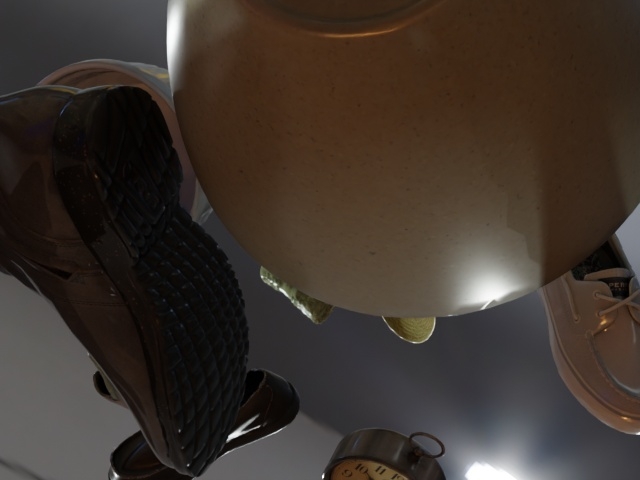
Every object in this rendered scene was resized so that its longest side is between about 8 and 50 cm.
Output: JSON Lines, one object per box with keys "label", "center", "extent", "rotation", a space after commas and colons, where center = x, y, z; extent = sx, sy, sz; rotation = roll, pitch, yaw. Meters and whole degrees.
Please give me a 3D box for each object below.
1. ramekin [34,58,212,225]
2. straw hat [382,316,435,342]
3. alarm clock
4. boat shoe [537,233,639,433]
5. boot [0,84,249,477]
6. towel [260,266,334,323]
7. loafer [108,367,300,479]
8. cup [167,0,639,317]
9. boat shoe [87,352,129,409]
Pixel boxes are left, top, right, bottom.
{"label": "ramekin", "center": [-0.190, -0.077, 1.543], "extent": [0.207, 0.207, 0.109], "rotation": [37, -159, 9]}
{"label": "straw hat", "center": [0.122, 0.055, 2.040], "extent": [0.061, 0.144, 0.144], "rotation": [-24, -127, -31]}
{"label": "alarm clock", "center": [0.079, 0.249, 1.690], "extent": [0.129, 0.192, 0.064], "rotation": [35, -130, -4]}
{"label": "boat shoe", "center": [0.188, 0.040, 1.056], "extent": [0.066, 0.063, 0.184], "rotation": [0, -131, -11]}
{"label": "boot", "center": [-0.189, 0.019, 1.144], "extent": [0.223, 0.338, 0.118], "rotation": [5, -143, 26]}
{"label": "towel", "center": [0.000, 0.000, 1.611], "extent": [0.027, 0.148, 0.110], "rotation": [6, -155, -48]}
{"label": "loafer", "center": [-0.133, 0.191, 1.674], "extent": [0.080, 0.220, 0.078], "rotation": [59, 177, 47]}
{"label": "cup", "center": [0.045, -0.145, 0.935], "extent": [0.331, 0.331, 0.237], "rotation": [42, 174, 22]}
{"label": "boat shoe", "center": [-0.140, 0.096, 1.364], "extent": [0.104, 0.110, 0.307], "rotation": [6, 162, -2]}
